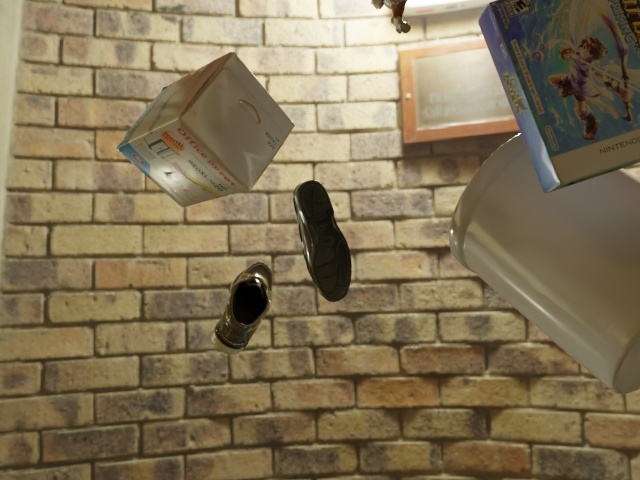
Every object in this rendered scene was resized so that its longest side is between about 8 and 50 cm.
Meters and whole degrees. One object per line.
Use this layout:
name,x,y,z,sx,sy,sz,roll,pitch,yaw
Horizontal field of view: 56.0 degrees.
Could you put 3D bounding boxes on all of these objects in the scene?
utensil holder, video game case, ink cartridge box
utensil holder,0.479,0.026,1.073,0.327,0.328,0.385,3,32,-39
video game case,0.381,-0.230,0.824,0.244,0.270,0.061,-18,-7,-5
ink cartridge box,-0.203,-0.185,1.057,0.232,0.168,0.171,-8,-45,48

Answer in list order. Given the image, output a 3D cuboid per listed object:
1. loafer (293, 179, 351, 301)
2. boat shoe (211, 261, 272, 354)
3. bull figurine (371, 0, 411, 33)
loafer,0.000,0.000,1.314,0.096,0.268,0.084,-16,8,-21
boat shoe,-0.165,0.139,1.420,0.109,0.091,0.305,32,32,-8
bull figurine,0.193,-0.528,1.076,0.101,0.189,0.310,20,-43,-22
